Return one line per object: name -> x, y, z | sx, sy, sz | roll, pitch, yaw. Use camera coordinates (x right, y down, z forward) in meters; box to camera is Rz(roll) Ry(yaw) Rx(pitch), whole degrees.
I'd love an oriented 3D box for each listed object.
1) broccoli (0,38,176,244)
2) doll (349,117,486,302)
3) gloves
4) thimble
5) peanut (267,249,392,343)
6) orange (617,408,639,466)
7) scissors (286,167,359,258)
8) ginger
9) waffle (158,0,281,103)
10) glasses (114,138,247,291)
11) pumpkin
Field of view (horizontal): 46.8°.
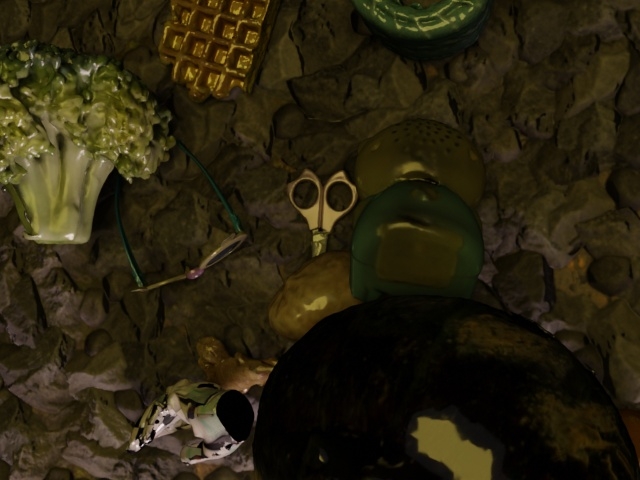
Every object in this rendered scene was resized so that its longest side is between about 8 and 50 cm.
broccoli -> -0.391, -0.135, 1.079 | 0.347, 0.293, 0.281 | 2, 83, -24
doll -> 0.125, -0.049, 0.956 | 0.177, 0.261, 0.161 | 6, 131, 6
gloves -> -0.197, 0.266, 1.084 | 0.212, 0.127, 0.111 | -10, 60, 40
thimble -> 0.134, -0.366, 1.006 | 0.198, 0.143, 0.235 | -34, 82, 10
peanut -> 0.054, 0.083, 1.015 | 0.253, 0.122, 0.137 | 2, 108, 1
orange -> 0.381, 0.282, 0.929 | 0.134, 0.155, 0.155 | -35, 79, -26
scissors -> 0.000, 0.000, 1.091 | 0.110, 0.021, 0.212 | 3, 89, 11
ginger -> -0.085, 0.213, 1.094 | 0.176, 0.052, 0.193 | -21, 92, 13
waffle -> -0.161, -0.311, 1.122 | 0.160, 0.055, 0.211 | 20, 95, 13
glasses -> -0.219, -0.035, 1.140 | 0.189, 0.088, 0.221 | -28, 62, 12
pumpkin -> 0.137, 0.267, 0.839 | 0.454, 0.454, 0.344 | 38, 57, 12
